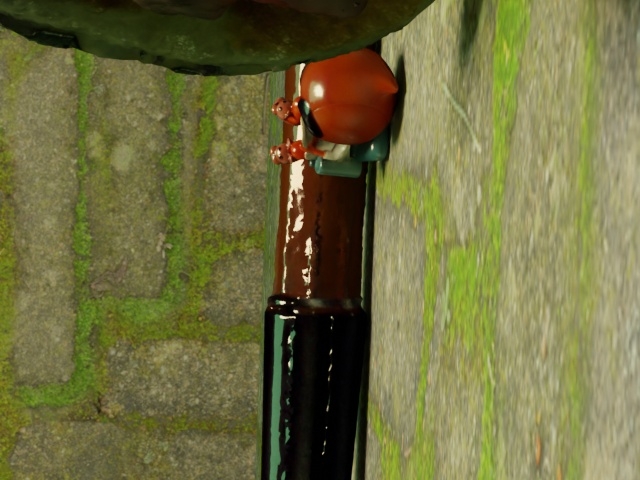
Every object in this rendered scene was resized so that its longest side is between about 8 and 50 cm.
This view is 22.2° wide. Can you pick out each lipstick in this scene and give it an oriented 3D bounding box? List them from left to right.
[{"bbox_3d":[0.000,0.000,1.210,0.077,0.077,0.418,-168,81,-85],"label":"lipstick"}]

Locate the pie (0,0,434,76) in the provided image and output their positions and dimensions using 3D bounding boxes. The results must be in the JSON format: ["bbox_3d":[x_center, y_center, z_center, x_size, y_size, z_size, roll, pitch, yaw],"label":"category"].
[{"bbox_3d":[-0.057,-0.174,0.714,0.302,0.302,0.067,99,167,-54],"label":"pie"}]

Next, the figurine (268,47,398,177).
[{"bbox_3d":[0.015,-0.086,1.100,0.140,0.075,0.068,145,129,-71],"label":"figurine"}]

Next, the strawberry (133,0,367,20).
[{"bbox_3d":[-0.017,-0.238,0.523,0.149,0.265,0.336,10,-95,-80],"label":"strawberry"}]
